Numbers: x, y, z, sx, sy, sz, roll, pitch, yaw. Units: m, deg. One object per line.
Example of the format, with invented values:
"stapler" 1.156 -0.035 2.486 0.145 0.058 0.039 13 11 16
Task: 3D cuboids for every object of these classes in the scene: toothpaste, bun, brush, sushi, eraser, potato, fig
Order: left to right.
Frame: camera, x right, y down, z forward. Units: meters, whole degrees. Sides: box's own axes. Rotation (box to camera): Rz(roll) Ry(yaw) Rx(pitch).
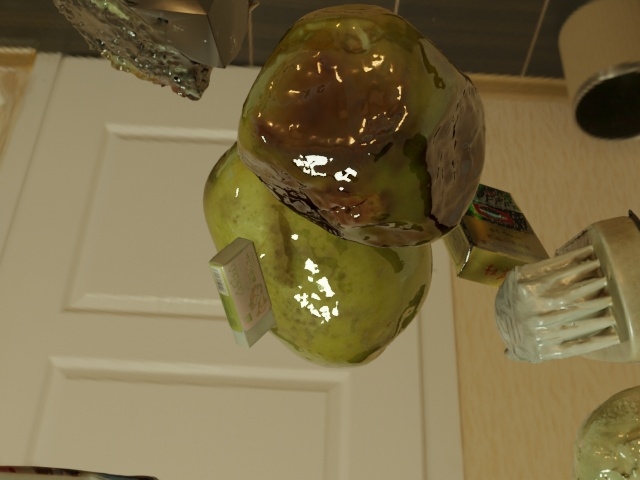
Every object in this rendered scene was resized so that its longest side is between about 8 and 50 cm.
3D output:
"toothpaste" -0.265 0.273 0.904 0.266 0.061 0.096 16 142 -26
"sushi" -0.185 -0.284 0.964 0.227 0.215 0.212 9 152 12
"eraser" -0.060 0.042 0.661 0.019 0.038 0.083 12 131 35
"potato" -0.002 0.000 0.765 0.228 0.148 0.197 41 109 -4
"fig" 0.022 -0.077 0.518 0.154 0.166 0.144 -2 126 -12
"brush" 0.134 0.042 0.506 0.065 0.070 0.327 -13 172 7
"bun" 0.445 0.304 1.086 0.239 0.141 0.239 2 102 10

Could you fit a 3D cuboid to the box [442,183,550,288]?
"box" 0.272 -0.015 1.392 0.159 0.240 0.071 13 121 -17
